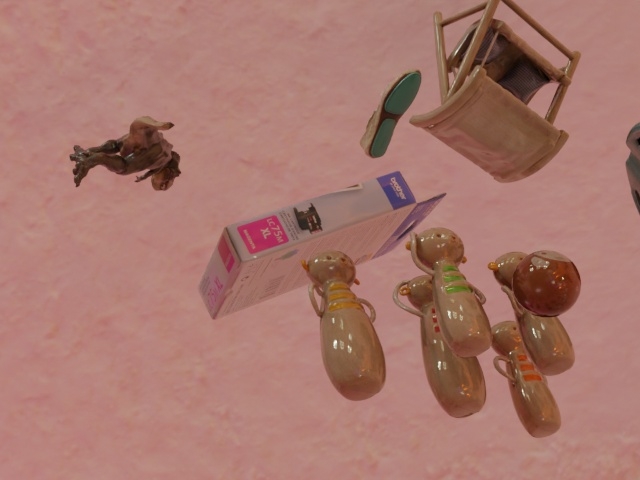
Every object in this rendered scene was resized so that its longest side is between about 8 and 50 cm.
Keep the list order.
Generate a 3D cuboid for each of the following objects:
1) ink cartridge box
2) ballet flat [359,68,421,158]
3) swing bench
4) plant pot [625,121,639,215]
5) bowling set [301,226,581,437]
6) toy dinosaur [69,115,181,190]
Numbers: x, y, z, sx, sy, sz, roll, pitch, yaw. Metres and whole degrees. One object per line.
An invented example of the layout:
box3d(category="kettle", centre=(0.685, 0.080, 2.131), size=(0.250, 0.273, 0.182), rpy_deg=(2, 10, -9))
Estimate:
box3d(category="ink cartridge box", centre=(0.000, 0.000, 1.123), size=(0.065, 0.311, 0.186), rpy_deg=(64, 152, 17))
box3d(category="ballet flat", centre=(0.108, -0.216, 1.391), size=(0.052, 0.057, 0.168), rpy_deg=(51, 122, 44))
box3d(category="swing bench", centre=(0.324, -0.274, 1.536), size=(0.165, 0.253, 0.255), rpy_deg=(-12, 59, 50))
box3d(category="plant pot", centre=(0.612, -0.104, 1.103), size=(0.334, 0.341, 0.341), rpy_deg=(-23, 82, 0))
box3d(category="bowling set", centre=(0.149, 0.051, 0.756), size=(0.200, 0.287, 0.154), rpy_deg=(-48, 38, 32))
box3d(category="toy dinosaur", centre=(-0.218, -0.098, 0.946), size=(0.118, 0.268, 0.064), rpy_deg=(-14, 87, -8))
